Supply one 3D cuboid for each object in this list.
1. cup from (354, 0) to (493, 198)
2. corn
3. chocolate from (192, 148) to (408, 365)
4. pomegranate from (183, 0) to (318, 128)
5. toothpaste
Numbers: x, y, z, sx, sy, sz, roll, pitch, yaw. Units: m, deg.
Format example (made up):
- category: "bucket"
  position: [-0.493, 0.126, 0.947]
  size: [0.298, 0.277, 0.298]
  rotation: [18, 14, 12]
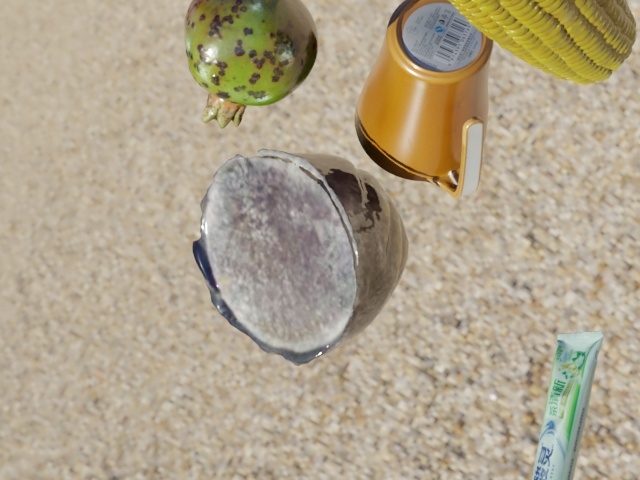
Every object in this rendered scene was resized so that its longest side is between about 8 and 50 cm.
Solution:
- category: "cup"
  position: [0.150, -0.182, 1.733]
  size: [0.264, 0.182, 0.226]
  rotation: [95, 151, -68]
- category: "corn"
  position: [0.202, -0.244, 1.279]
  size: [0.131, 0.344, 0.131]
  rotation: [-12, 68, 33]
- category: "chocolate"
  position: [0.000, 0.000, 1.879]
  size: [0.303, 0.213, 0.303]
  rotation: [13, 110, 39]
- category: "pomegranate"
  position: [-0.091, -0.216, 1.564]
  size: [0.205, 0.159, 0.159]
  rotation: [115, 163, -44]
- category: "toothpaste"
  position: [0.305, 0.257, 1.708]
  size: [0.074, 0.048, 0.297]
  rotation: [-7, 62, 49]
